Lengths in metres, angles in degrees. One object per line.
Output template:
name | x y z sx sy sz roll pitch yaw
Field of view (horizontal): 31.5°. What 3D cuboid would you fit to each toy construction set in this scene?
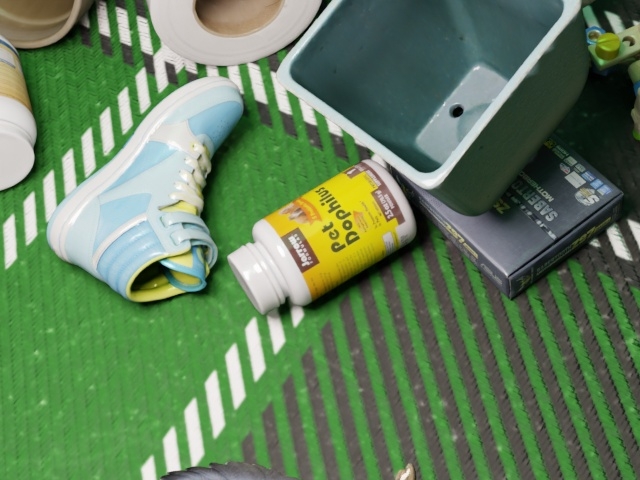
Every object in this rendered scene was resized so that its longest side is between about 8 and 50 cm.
toy construction set | 0.504 -0.227 1.416 0.327 0.151 0.215 -21 60 10

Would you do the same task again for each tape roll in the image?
tape roll | -0.132 -0.386 1.570 0.246 0.246 0.169 -18 56 -2

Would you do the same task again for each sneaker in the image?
sneaker | -0.168 -0.050 1.432 0.208 0.127 0.319 37 79 30

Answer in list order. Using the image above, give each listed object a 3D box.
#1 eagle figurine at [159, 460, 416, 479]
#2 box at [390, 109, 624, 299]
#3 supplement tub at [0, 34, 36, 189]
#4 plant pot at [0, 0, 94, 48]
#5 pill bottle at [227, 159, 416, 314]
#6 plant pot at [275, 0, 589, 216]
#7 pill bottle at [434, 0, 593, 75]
eagle figurine | -0.023 0.319 1.153 0.298 0.225 0.226 -21 6 32
box | 0.227 -0.064 1.406 0.183 0.059 0.233 -35 58 -11
supplement tub | -0.469 -0.179 1.553 0.144 0.144 0.200 -20 56 -3
plant pot | -0.416 -0.491 1.680 0.323 0.323 0.280 16 45 19
pill bottle | 0.000 0.000 1.370 0.215 0.117 0.117 -31 57 -11
plant pot | 0.152 -0.171 1.289 0.247 0.252 0.248 39 90 30
pill bottle | 0.211 -0.302 1.500 0.301 0.169 0.169 -29 57 -9
